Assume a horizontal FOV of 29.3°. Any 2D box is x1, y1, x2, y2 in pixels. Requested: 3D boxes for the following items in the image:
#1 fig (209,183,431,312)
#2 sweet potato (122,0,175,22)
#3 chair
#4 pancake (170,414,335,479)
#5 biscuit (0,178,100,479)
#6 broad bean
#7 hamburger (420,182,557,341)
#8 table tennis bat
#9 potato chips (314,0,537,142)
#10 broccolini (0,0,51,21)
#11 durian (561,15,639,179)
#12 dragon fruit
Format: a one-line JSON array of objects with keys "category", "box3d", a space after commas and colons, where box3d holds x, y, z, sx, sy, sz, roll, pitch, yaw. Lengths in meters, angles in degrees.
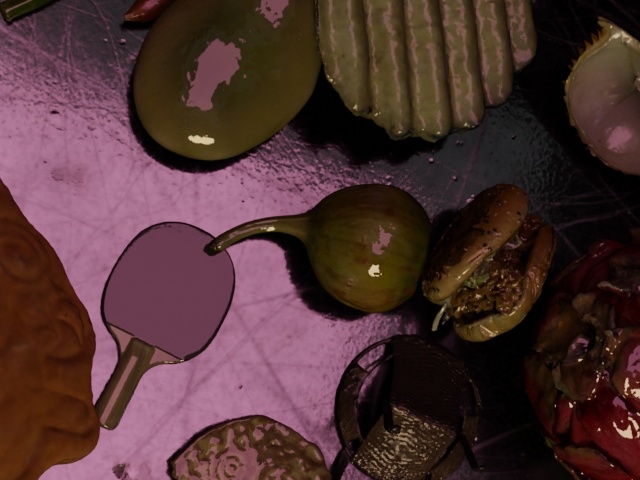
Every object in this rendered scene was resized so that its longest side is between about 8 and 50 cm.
[{"category": "fig", "box3d": [0.000, 0.000, 1.388, 0.245, 0.149, 0.149, 9, 79, 2]}, {"category": "sweet potato", "box3d": [-0.187, -0.277, 1.411, 0.095, 0.034, 0.034, -41, 94, -16]}, {"category": "chair", "box3d": [0.101, 0.217, 1.384, 0.174, 0.149, 0.213, 25, 32, -9]}, {"category": "pancake", "box3d": [-0.076, 0.312, 1.351, 0.212, 0.029, 0.235, 17, 78, -13]}, {"category": "biscuit", "box3d": [-0.380, 0.090, 1.188, 0.365, 0.062, 0.385, -20, 79, -51]}, {"category": "broad bean", "box3d": [-0.096, -0.208, 1.394, 0.189, 0.121, 0.263, 42, 88, -11]}, {"category": "hamburger", "box3d": [0.183, 0.027, 1.393, 0.185, 0.177, 0.113, -44, 104, 2]}, {"category": "table tennis bat", "box3d": [-0.185, 0.095, 1.360, 0.138, 0.022, 0.246, 28, 74, -10]}, {"category": "potato chips", "box3d": [0.131, -0.330, 1.436, 0.358, 0.070, 0.429, -8, 92, -38]}, {"category": "broccolini", "box3d": [-0.263, -0.323, 1.397, 0.239, 0.051, 0.054, -37, 98, -11]}, {"category": "durian", "box3d": [0.392, -0.158, 1.497, 0.144, 0.139, 0.252, -35, 92, -13]}, {"category": "dragon fruit", "box3d": [0.380, 0.146, 1.365, 0.329, 0.329, 0.329, 2, 81, -15]}]
